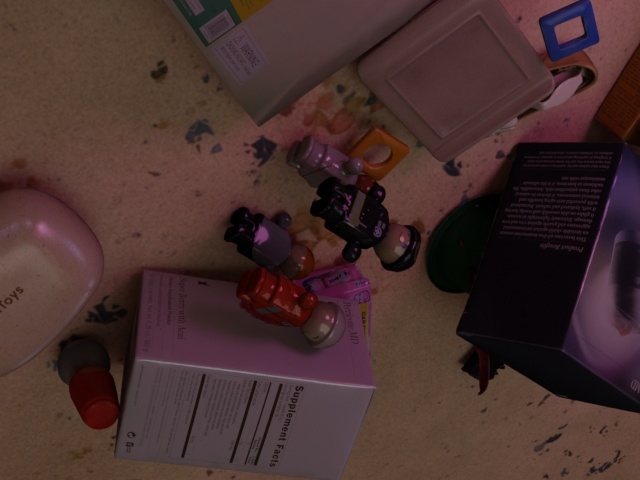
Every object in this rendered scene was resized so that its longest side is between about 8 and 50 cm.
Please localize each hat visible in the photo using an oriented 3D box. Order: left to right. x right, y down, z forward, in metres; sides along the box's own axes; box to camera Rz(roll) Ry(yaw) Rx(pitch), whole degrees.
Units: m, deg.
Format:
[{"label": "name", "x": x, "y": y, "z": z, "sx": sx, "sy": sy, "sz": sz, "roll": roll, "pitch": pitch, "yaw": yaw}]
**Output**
[{"label": "hat", "x": 0.266, "y": 0.065, "z": 1.335, "sx": 0.173, "sy": 0.183, "sz": 0.208, "roll": -15, "pitch": 130, "yaw": -16}]

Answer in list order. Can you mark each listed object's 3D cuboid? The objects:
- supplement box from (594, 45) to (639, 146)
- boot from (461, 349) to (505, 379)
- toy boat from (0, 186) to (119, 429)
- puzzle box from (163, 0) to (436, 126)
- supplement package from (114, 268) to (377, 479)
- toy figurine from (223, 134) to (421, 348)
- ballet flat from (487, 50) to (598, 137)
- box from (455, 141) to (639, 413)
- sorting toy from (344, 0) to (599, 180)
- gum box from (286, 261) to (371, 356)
[{"label": "supplement box", "x": 0.482, "y": -0.243, "z": 1.281, "sx": 0.078, "sy": 0.080, "sz": 0.233, "roll": 12, "pitch": 117, "yaw": -33}, {"label": "boot", "x": 0.266, "y": 0.180, "z": 1.521, "sx": 0.121, "sy": 0.045, "sz": 0.099, "roll": 17, "pitch": 118, "yaw": -37}, {"label": "toy boat", "x": -0.350, "y": 0.095, "z": 1.092, "sx": 0.267, "sy": 0.148, "sz": 0.318, "roll": -37, "pitch": 125, "yaw": -3}, {"label": "puzzle box", "x": -0.008, "y": -0.263, "z": 0.889, "sx": 0.272, "sy": 0.052, "sz": 0.409, "roll": -34, "pitch": 166, "yaw": 1}, {"label": "supplement package", "x": -0.100, "y": 0.173, "z": 1.188, "sx": 0.293, "sy": 0.177, "sz": 0.175, "roll": 9, "pitch": 123, "yaw": -14}, {"label": "toy figurine", "x": 0.000, "y": 0.000, "z": 1.132, "sx": 0.148, "sy": 0.209, "sz": 0.213, "roll": 32, "pitch": 106, "yaw": -28}, {"label": "ballet flat", "x": 0.256, "y": -0.186, "z": 1.211, "sx": 0.232, "sy": 0.073, "sz": 0.080, "roll": -29, "pitch": 132, "yaw": -4}, {"label": "box", "x": 0.380, "y": 0.058, "z": 1.305, "sx": 0.296, "sy": 0.183, "sz": 0.294, "roll": 31, "pitch": 74, "yaw": -40}, {"label": "sorting toy", "x": 0.164, "y": -0.206, "z": 1.133, "sx": 0.347, "sy": 0.047, "sz": 0.196, "roll": -34, "pitch": 130, "yaw": 19}, {"label": "gum box", "x": 0.012, "y": 0.122, "z": 1.331, "sx": 0.107, "sy": 0.062, "sz": 0.188, "roll": -15, "pitch": 130, "yaw": -16}]
